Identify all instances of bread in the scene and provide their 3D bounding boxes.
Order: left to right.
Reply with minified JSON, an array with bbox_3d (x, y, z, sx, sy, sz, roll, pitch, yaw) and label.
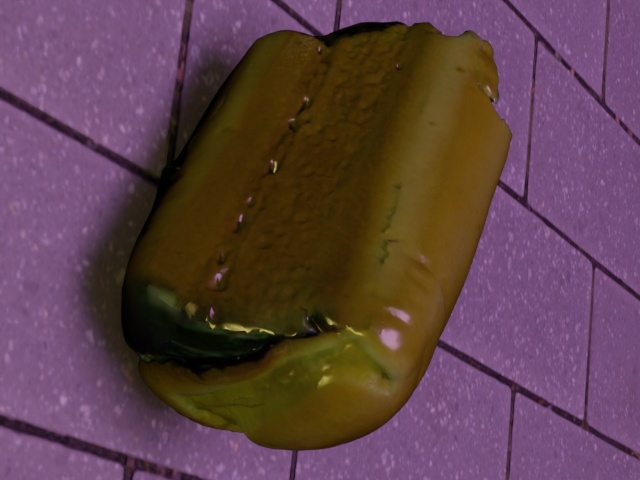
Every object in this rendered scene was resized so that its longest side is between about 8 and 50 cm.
[{"bbox_3d":[0.000,0.000,1.361,0.376,0.251,0.208,-66,158,-44],"label":"bread"}]
